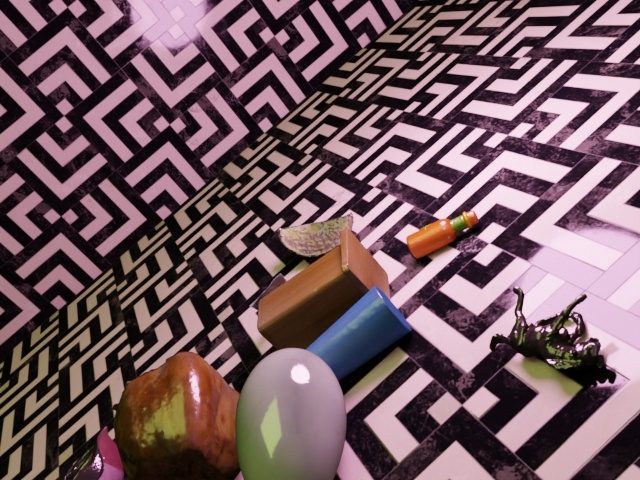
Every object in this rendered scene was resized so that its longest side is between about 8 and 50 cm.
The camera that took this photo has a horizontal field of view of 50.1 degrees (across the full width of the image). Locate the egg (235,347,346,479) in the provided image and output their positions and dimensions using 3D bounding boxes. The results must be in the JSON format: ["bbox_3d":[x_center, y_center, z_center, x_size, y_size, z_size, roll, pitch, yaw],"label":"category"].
[{"bbox_3d":[-0.061,0.383,1.400,0.230,0.230,0.370,-28,34,22],"label":"egg"}]

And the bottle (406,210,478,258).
[{"bbox_3d":[0.313,-0.021,1.746,0.187,0.069,0.069,-27,28,20],"label":"bottle"}]

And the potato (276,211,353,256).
[{"bbox_3d":[0.003,0.000,2.129,0.261,0.100,0.120,-9,75,23],"label":"potato"}]

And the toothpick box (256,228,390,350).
[{"bbox_3d":[0.003,0.154,1.752,0.308,0.187,0.190,-34,27,18],"label":"toothpick box"}]

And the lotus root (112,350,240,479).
[{"bbox_3d":[-0.320,0.462,1.560,0.316,0.316,0.250,-35,31,9],"label":"lotus root"}]

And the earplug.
[{"bbox_3d":[0.065,0.241,1.591,0.273,0.132,0.132,-40,25,7],"label":"earplug"}]

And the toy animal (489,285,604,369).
[{"bbox_3d":[0.419,0.171,1.276,0.233,0.084,0.148,2,49,49],"label":"toy animal"}]

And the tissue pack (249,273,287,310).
[{"bbox_3d":[-0.121,0.166,1.909,0.123,0.193,0.026,-41,63,-1],"label":"tissue pack"}]

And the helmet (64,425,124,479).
[{"bbox_3d":[-0.591,0.633,1.793,0.198,0.154,0.253,-50,1,25],"label":"helmet"}]
